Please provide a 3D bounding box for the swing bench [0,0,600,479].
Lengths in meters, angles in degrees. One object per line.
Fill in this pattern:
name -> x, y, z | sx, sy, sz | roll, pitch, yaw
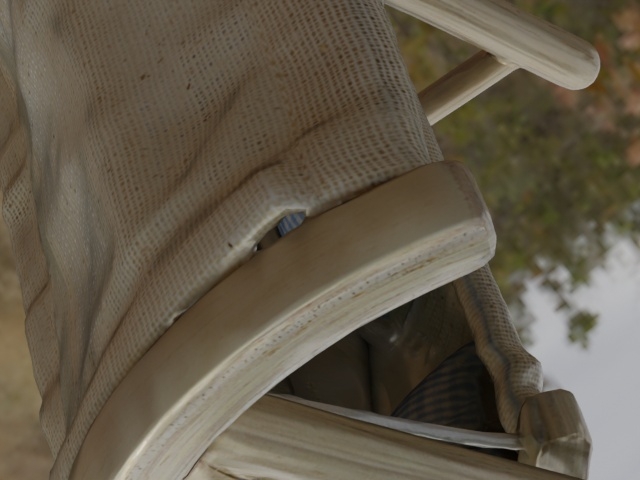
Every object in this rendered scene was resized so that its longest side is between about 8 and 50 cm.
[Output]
swing bench -> 0.000, 0.000, 0.536 | 0.165, 0.253, 0.254 | -34, 136, 17
